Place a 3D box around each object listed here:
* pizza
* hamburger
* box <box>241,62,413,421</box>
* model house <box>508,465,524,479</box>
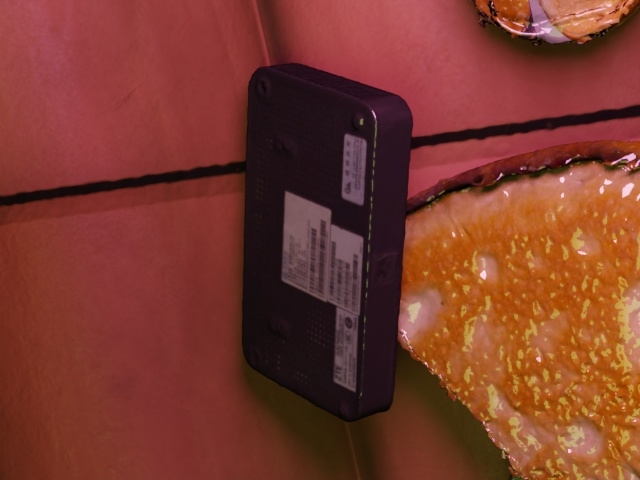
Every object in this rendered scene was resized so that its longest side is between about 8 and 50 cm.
[{"bbox_3d":[0.268,0.045,1.694,0.435,0.080,0.392,47,116,13],"label":"pizza"},{"bbox_3d":[0.230,-0.299,1.628,0.231,0.107,0.231,4,111,11],"label":"hamburger"},{"bbox_3d":[0.000,0.000,1.769,0.211,0.058,0.350,22,118,45],"label":"box"},{"bbox_3d":[0.257,0.244,1.816,0.100,0.088,0.100,12,113,8],"label":"model house"}]
